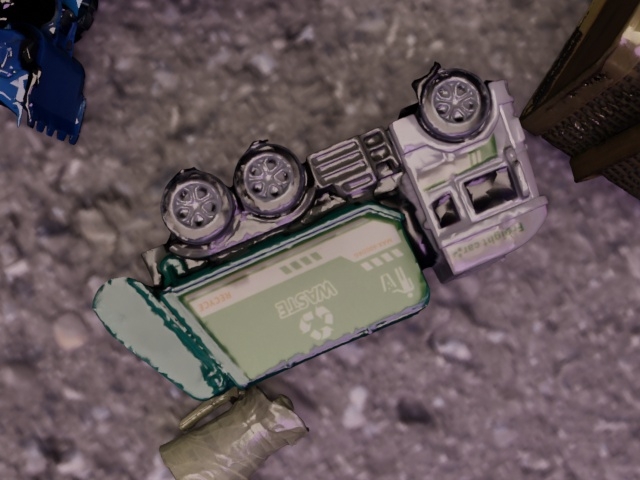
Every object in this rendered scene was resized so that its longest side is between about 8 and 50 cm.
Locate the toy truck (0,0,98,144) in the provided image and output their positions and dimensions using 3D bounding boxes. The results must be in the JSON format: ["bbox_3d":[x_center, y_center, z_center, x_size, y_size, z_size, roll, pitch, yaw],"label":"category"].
[{"bbox_3d":[-0.200,-0.155,0.621,0.126,0.113,0.208,-10,89,1],"label":"toy truck"}]

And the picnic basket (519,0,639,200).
[{"bbox_3d":[0.238,-0.133,0.576,0.139,0.165,0.266,33,80,-1],"label":"picnic basket"}]

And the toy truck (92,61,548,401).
[{"bbox_3d":[0.000,0.000,0.617,0.253,0.114,0.124,-21,85,-2],"label":"toy truck"}]

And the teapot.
[{"bbox_3d":[-0.052,0.120,0.654,0.083,0.057,0.067,-37,54,-5],"label":"teapot"}]
